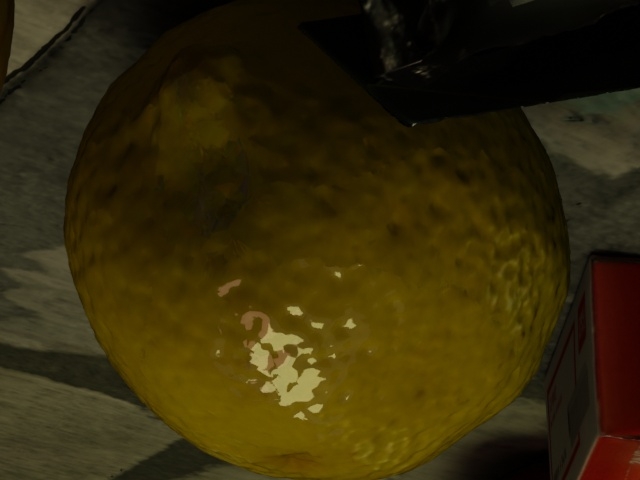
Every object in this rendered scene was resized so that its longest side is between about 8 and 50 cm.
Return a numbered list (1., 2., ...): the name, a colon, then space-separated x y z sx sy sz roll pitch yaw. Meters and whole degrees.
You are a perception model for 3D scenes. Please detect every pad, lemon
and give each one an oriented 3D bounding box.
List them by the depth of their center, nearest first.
1. pad: 0.125 -0.085 0.765 0.243 0.004 0.163 -10 -159 -13
2. lemon: -0.006 -0.003 0.911 0.228 0.228 0.253 -17 148 38

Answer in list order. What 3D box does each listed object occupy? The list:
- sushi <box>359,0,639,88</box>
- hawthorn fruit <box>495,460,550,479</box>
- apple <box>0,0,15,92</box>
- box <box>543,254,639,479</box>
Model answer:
1. sushi: 0.112 -0.140 0.689 0.150 0.153 0.172 -17 167 31
2. hawthorn fruit: 0.189 0.270 1.507 0.224 0.224 0.260 0 134 9
3. apple: -0.267 -0.089 0.688 0.299 0.299 0.275 26 142 -38
4. box: 0.183 0.109 1.245 0.050 0.123 0.229 2 156 -1
